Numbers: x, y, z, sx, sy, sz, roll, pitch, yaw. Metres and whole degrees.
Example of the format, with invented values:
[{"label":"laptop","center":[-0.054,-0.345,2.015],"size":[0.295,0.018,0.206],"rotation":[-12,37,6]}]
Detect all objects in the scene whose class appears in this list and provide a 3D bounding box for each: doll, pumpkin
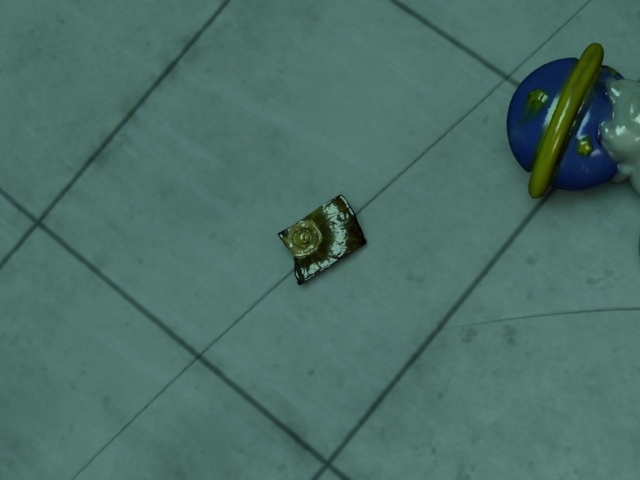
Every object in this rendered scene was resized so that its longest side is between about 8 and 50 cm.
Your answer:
[{"label":"doll","center":[0.350,-0.156,1.963],"size":[0.242,0.159,0.311],"rotation":[24,76,21]},{"label":"pumpkin","center":[0.002,0.000,2.067],"size":[0.101,0.035,0.073],"rotation":[-29,79,0]}]
